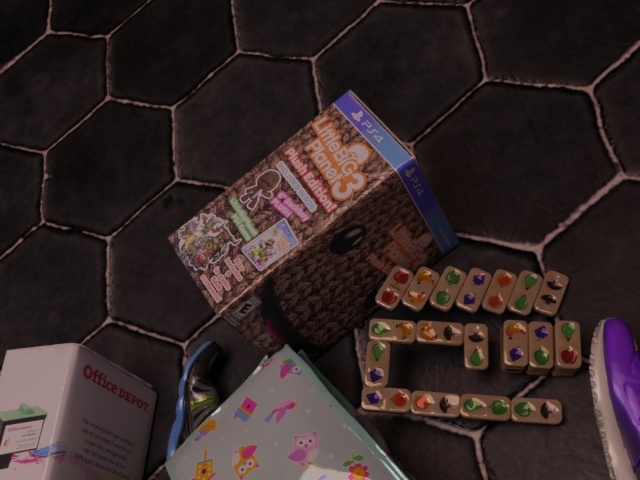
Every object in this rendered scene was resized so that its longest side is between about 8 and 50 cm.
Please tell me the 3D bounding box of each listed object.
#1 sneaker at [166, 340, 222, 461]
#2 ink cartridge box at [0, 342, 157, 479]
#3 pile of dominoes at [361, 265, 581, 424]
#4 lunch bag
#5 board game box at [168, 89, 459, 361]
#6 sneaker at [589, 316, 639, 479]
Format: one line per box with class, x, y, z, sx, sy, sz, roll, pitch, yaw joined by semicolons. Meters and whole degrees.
sneaker;-0.153;0.227;1.207;0.078;0.067;0.188;5;62;3
ink cartridge box;-0.326;0.295;1.153;0.117;0.201;0.278;-5;62;21
pile of dominoes;0.179;0.114;1.082;0.251;0.040;0.196;3;63;6
lunch bag;-0.033;0.277;1.062;0.223;0.160;0.262;-45;61;-3
board game box;0.000;0.000;1.150;0.291;0.232;0.141;-39;56;1
sneaker;0.375;0.217;0.955;0.146;0.102;0.293;-12;64;13
